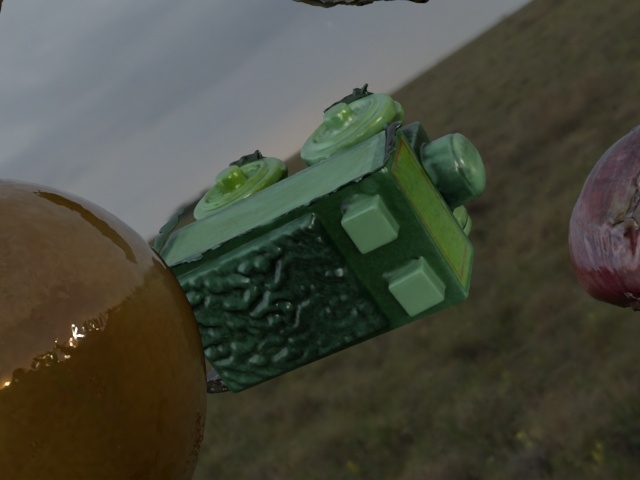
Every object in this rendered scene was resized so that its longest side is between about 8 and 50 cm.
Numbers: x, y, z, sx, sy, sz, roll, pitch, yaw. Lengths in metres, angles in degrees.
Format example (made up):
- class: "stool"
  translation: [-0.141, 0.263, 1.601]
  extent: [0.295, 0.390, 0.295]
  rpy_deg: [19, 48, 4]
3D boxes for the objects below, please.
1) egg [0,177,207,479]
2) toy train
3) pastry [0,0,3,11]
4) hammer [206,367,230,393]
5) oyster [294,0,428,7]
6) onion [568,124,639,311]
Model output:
- class: "egg"
  translation: [-0.221, 0.115, 0.746]
  extent: [0.351, 0.282, 0.282]
  rpy_deg: [-35, 3, 20]
- class: "toy train"
  translation: [0.000, 0.000, 1.051]
  extent: [0.272, 0.159, 0.188]
  rpy_deg: [-25, 23, 23]
- class: "pastry"
  translation: [-0.287, -0.186, 0.995]
  extent: [0.109, 0.097, 0.057]
  rpy_deg: [-34, -16, 21]
- class: "hammer"
  translation: [-0.085, 0.078, 1.609]
  extent: [0.125, 0.027, 0.297]
  rpy_deg: [-10, 34, 20]
- class: "oyster"
  translation: [-0.047, -0.230, 1.002]
  extent: [0.079, 0.345, 0.128]
  rpy_deg: [25, -91, -56]
- class: "onion"
  translation: [0.374, -0.065, 1.464]
  extent: [0.227, 0.120, 0.283]
  rpy_deg: [-10, 46, 47]
